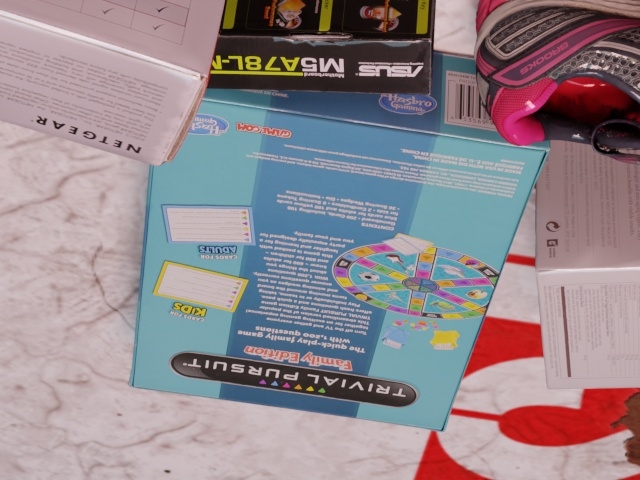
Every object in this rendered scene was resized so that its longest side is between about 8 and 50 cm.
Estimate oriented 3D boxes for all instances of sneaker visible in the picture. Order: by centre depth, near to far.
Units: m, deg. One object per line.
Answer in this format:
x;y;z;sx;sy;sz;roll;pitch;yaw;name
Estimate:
0.243;-0.090;1.002;0.299;0.112;0.121;4;140;1;sneaker

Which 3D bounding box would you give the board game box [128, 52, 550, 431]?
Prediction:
0.000;0.000;1.165;0.254;0.079;0.336;9;141;-4;board game box

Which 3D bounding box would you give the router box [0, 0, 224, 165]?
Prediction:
-0.192;-0.221;0.745;0.335;0.301;0.082;16;150;-11;router box

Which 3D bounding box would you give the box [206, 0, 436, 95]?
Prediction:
-0.026;-0.159;0.891;0.184;0.190;0.045;3;138;3;box

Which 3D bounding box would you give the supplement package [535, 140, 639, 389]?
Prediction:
0.271;0.009;1.098;0.244;0.134;0.139;-2;140;10;supplement package
